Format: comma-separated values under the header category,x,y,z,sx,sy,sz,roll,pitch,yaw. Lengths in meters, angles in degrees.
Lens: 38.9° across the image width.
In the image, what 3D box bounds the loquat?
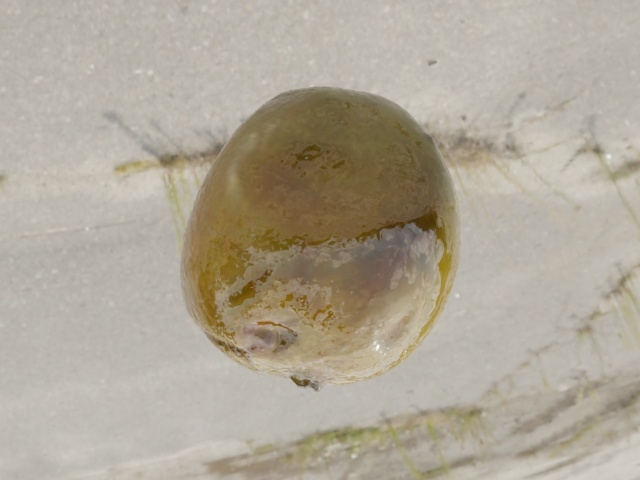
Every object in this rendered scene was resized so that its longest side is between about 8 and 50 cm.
category,x,y,z,sx,sy,sz,roll,pitch,yaw
loquat,0.000,0.000,0.887,0.276,0.284,0.276,4,152,2
